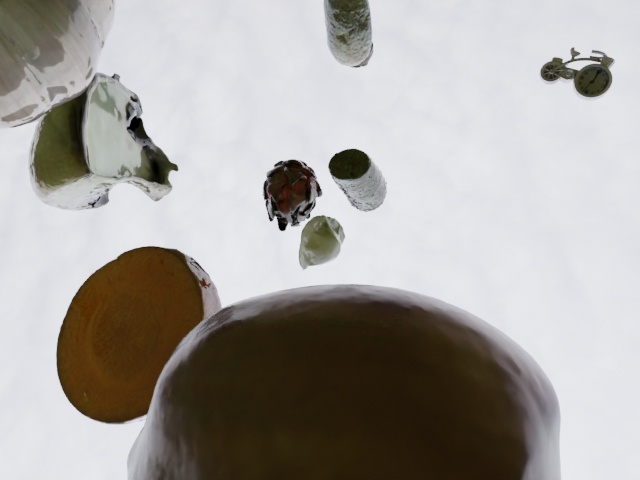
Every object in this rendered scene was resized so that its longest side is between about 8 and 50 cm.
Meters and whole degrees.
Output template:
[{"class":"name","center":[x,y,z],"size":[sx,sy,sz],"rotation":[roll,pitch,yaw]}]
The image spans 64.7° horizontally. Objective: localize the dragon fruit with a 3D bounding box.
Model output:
[{"class":"dragon fruit","center":[-0.081,-0.138,1.425],"size":[0.182,0.182,0.188],"rotation":[-27,-122,-9]}]

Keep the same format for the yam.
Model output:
[{"class":"yam","center":[0.088,-0.139,1.148],"size":[0.107,0.183,0.107],"rotation":[-7,-109,20]}]

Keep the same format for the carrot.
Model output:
[{"class":"carrot","center":[-0.297,0.156,0.853],"size":[0.258,0.100,0.307],"rotation":[27,-90,10]}]

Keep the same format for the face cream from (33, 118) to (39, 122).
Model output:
[{"class":"face cream","center":[-0.744,-0.379,1.398],"size":[0.077,0.077,0.250],"rotation":[31,-139,23]}]

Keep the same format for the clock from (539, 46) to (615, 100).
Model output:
[{"class":"clock","center":[0.488,-0.319,0.961],"size":[0.129,0.041,0.087],"rotation":[24,-80,21]}]

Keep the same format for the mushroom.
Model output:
[{"class":"mushroom","center":[-0.419,-0.179,0.934],"size":[0.212,0.292,0.217],"rotation":[-19,-95,21]}]

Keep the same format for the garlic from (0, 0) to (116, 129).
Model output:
[{"class":"garlic","center":[-0.386,-0.256,0.564],"size":[0.322,0.241,0.321],"rotation":[-17,-130,22]}]

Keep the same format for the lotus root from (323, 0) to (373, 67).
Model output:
[{"class":"lotus root","center":[0.088,-0.726,1.662],"size":[0.175,0.349,0.175],"rotation":[-7,-134,7]}]

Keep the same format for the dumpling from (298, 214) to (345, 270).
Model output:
[{"class":"dumpling","center":[0.003,-0.001,1.646],"size":[0.216,0.166,0.126],"rotation":[-13,-155,-22]}]

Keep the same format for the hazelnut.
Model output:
[{"class":"hazelnut","center":[0.025,0.209,0.433],"size":[0.366,0.365,0.365],"rotation":[-3,-121,5]}]
